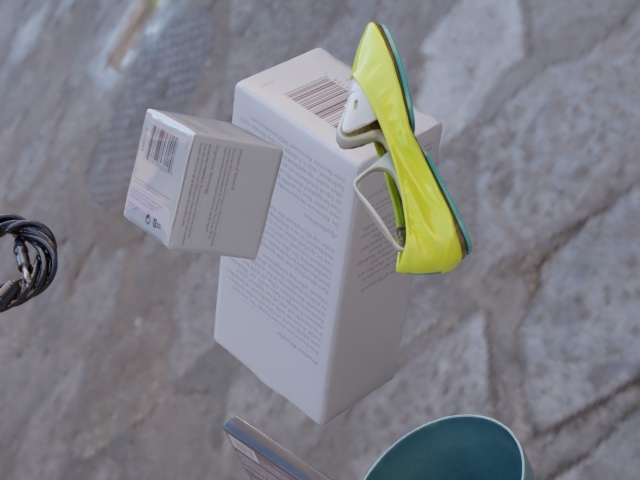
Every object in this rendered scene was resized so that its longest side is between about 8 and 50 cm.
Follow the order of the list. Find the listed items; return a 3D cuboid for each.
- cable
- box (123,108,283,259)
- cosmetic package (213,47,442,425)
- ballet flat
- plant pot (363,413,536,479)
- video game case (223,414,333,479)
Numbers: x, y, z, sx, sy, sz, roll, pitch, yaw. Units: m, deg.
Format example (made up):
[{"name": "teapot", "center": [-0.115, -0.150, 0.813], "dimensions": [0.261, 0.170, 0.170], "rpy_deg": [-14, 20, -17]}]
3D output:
[{"name": "cable", "center": [-0.364, 0.021, 1.485], "dimensions": [0.184, 0.047, 0.150], "rpy_deg": [17, 51, 32]}, {"name": "box", "center": [-0.100, -0.048, 1.203], "dimensions": [0.101, 0.087, 0.102], "rpy_deg": [30, 110, 55]}, {"name": "cosmetic package", "center": [0.000, 0.000, 1.926], "dimensions": [0.230, 0.161, 0.453], "rpy_deg": [36, 136, 30]}, {"name": "ballet flat", "center": [0.057, -0.077, 1.227], "dimensions": [0.077, 0.077, 0.231], "rpy_deg": [99, 152, -78]}, {"name": "plant pot", "center": [0.220, 0.438, 2.174], "dimensions": [0.290, 0.195, 0.290], "rpy_deg": [-25, 34, 19]}, {"name": "video game case", "center": [0.000, 0.329, 1.613], "dimensions": [0.026, 0.274, 0.196], "rpy_deg": [-43, 45, -21]}]
